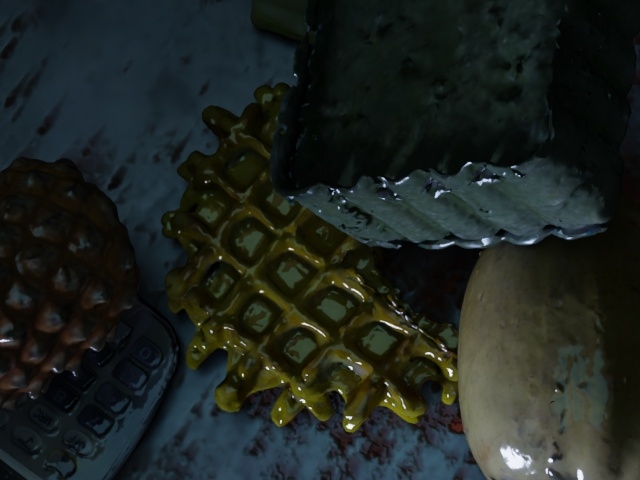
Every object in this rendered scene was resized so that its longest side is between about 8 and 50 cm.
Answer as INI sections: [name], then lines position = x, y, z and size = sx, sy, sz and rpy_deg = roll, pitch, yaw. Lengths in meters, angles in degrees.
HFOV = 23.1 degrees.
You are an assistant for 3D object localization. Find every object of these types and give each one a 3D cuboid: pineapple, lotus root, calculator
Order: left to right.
[pineapple]
position = -0.297, 0.080, 1.109
size = 0.361, 0.175, 0.175
rpy_deg = -34, 71, -30
[calculator]
position = -0.227, 0.132, 1.227
size = 0.177, 0.040, 0.268
rpy_deg = 35, 82, 15
[lotus root]
position = 0.190, 0.056, 1.126
size = 0.182, 0.183, 0.310
rpy_deg = -1, 69, 8

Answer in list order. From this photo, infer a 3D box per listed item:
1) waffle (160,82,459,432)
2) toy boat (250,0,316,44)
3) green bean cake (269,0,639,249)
[waffle]
position = 0.000, 0.000, 1.216
size = 0.259, 0.069, 0.293
rpy_deg = -2, 74, 7
[toy boat]
position = 0.017, -0.298, 1.285
size = 0.111, 0.084, 0.276
rpy_deg = 18, 79, 14
[green bean cake]
position = 0.100, -0.126, 1.103
size = 0.241, 0.132, 0.255
rpy_deg = -10, 61, 40
